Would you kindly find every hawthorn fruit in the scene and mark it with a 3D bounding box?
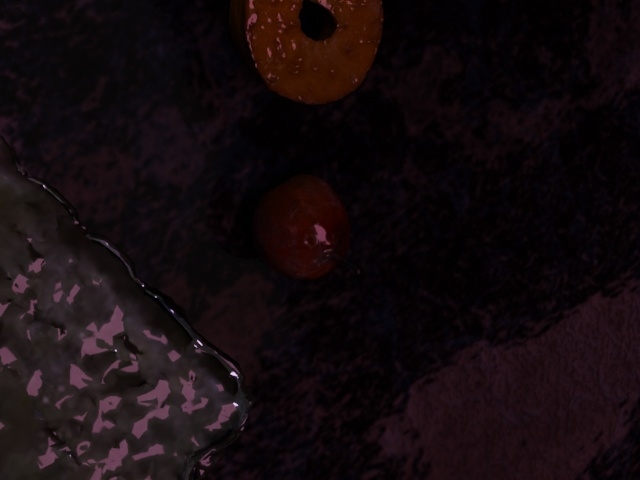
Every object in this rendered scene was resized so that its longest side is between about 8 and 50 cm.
[{"bbox_3d":[0.000,0.000,1.072,0.067,0.103,0.066,-24,133,-29],"label":"hawthorn fruit"}]

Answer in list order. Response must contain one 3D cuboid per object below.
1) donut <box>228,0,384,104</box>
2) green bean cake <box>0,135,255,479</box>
[{"bbox_3d":[-0.014,-0.137,1.068,0.108,0.043,0.097,28,84,-34],"label":"donut"},{"bbox_3d":[-0.197,0.090,0.912,0.255,0.132,0.241,42,79,0],"label":"green bean cake"}]
